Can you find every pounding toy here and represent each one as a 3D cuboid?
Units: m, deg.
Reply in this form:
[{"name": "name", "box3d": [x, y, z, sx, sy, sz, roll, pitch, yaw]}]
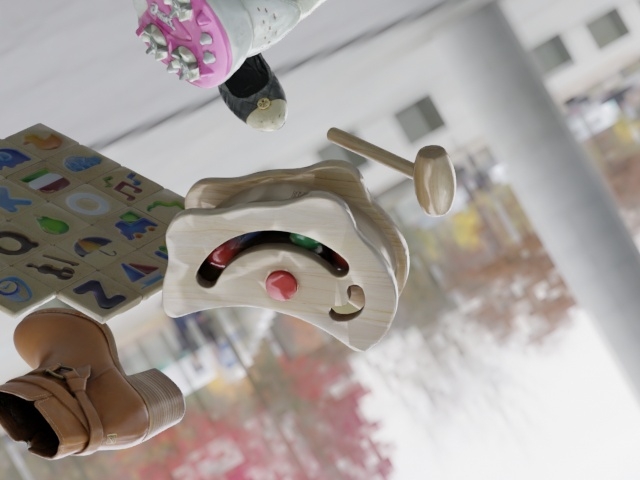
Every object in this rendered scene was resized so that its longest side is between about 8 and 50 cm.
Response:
[{"name": "pounding toy", "box3d": [0.000, 0.000, 1.776, 0.269, 0.154, 0.155, -7, -154, 16]}]

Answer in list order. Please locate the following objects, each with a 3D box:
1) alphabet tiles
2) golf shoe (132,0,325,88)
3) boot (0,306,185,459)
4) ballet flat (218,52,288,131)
[{"name": "alphabet tiles", "box3d": [-0.285, -0.026, 1.935, 0.285, 0.342, 0.011, -31, 141, -48]}, {"name": "golf shoe", "box3d": [-0.112, -0.231, 1.451, 0.140, 0.306, 0.115, -28, 146, -22]}, {"name": "boot", "box3d": [-0.332, 0.179, 2.430, 0.220, 0.283, 0.109, -14, 130, -50]}, {"name": "ballet flat", "box3d": [-0.082, -0.175, 1.941, 0.057, 0.173, 0.049, -25, 152, -7]}]
